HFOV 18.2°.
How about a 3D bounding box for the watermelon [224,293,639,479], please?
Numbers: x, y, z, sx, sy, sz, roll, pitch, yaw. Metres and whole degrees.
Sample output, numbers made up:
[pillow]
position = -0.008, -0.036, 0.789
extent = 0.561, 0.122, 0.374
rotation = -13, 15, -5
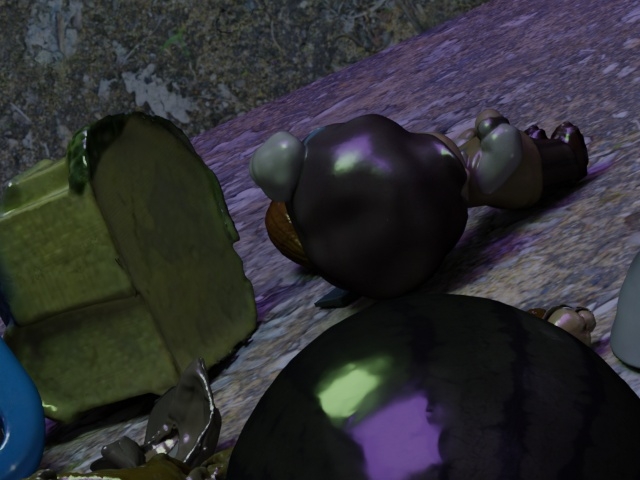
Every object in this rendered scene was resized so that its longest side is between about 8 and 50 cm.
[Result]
[watermelon]
position = 0.078, 0.172, 1.188
extent = 0.278, 0.279, 0.359
rotation = -26, 14, -2

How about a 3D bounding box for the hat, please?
[hat]
position = -0.152, 0.204, 1.983
extent = 0.147, 0.085, 0.175
rotation = -45, -2, -27

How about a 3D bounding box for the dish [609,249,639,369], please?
[dish]
position = 0.377, -0.007, 1.700
extent = 0.316, 0.106, 0.316
rotation = -24, 14, 6

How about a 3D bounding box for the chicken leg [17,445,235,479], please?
[chicken leg]
position = -0.124, 0.225, 1.671
extent = 0.429, 0.153, 0.201
rotation = -22, 3, -19

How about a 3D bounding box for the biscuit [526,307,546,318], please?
[biscuit]
position = 0.168, 0.102, 1.852
extent = 0.130, 0.019, 0.119
rotation = -22, 14, 14

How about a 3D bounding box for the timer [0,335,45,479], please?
[timer]
position = -0.479, 0.184, 2.139
extent = 0.309, 0.340, 0.115
rotation = -31, -21, -21

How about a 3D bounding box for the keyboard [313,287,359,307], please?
[keyboard]
position = 0.069, 0.031, 2.326
extent = 0.176, 0.014, 0.055
rotation = -34, 15, -34

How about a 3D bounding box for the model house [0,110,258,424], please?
[model house]
position = -0.261, 0.038, 2.300
extent = 0.266, 0.321, 0.261
rotation = -21, 7, 25

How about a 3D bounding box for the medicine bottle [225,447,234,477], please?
[medicine bottle]
position = -0.003, 0.195, 1.554
extent = 0.215, 0.135, 0.135
rotation = -33, 15, -31

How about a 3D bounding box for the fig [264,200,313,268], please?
[fig]
position = 0.006, -0.007, 2.468
extent = 0.119, 0.153, 0.119
rotation = -27, -29, -16

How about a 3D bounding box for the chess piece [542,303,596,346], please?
[chess piece]
position = 0.175, 0.106, 1.747
extent = 0.172, 0.060, 0.060
rotation = -31, 14, -28

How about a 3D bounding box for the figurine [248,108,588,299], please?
[figurine]
position = 0.127, -0.079, 2.228
extent = 0.365, 0.206, 0.218
rotation = -30, 28, -27
